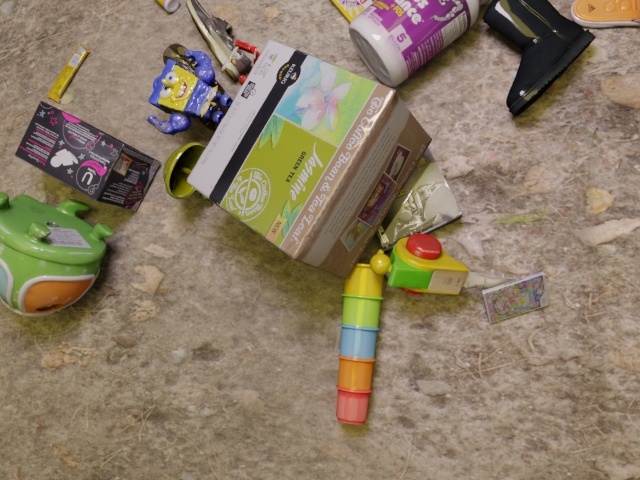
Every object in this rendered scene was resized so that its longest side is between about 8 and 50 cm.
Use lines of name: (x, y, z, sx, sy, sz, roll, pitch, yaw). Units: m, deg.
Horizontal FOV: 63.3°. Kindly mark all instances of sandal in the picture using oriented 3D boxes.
sandal: (0.661, -0.493, 1.061, 0.264, 0.076, 0.102, -4, 80, 10)
sandal: (-0.288, -0.360, 1.228, 0.090, 0.060, 0.219, -39, 95, 1)

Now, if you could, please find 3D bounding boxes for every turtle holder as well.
turtle holder: (-0.644, 0.022, 1.151, 0.320, 0.243, 0.228, 26, 104, 5)

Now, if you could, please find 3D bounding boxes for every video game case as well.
video game case: (0.384, 0.113, 1.021, 0.121, 0.087, 0.011, -19, 34, 7)

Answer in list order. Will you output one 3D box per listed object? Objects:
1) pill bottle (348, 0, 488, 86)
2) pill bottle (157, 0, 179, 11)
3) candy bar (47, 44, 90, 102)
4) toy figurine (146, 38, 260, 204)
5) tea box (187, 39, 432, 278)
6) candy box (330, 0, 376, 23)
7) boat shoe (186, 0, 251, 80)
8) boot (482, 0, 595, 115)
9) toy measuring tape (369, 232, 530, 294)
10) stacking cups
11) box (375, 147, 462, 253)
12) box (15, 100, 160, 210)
pill bottle: (0.223, -0.482, 1.098, 0.301, 0.169, 0.169, -39, 76, 3)
pill bottle: (-0.395, -0.615, 1.303, 0.043, 0.043, 0.083, -44, 76, 1)
candy bar: (-0.647, -0.431, 1.335, 0.040, 0.018, 0.162, 30, 87, 10)
toy figurine: (-0.292, -0.287, 1.161, 0.217, 0.191, 0.363, 27, 93, 19)
tea box: (-0.022, -0.155, 1.013, 0.323, 0.220, 0.329, 32, 94, 31)
candy box: (0.064, -0.598, 1.220, 0.105, 0.027, 0.206, -38, 76, 6)
boat shoe: (-0.240, -0.488, 1.239, 0.073, 0.080, 0.224, -32, 82, -1)
boot: (0.415, -0.405, 1.084, 0.207, 0.094, 0.246, 44, 84, 11)
toy measuring tape: (0.253, 0.050, 1.037, 0.329, 0.121, 0.122, 5, 81, -12)
stacking cups: (0.084, 0.207, 1.057, 0.095, 0.096, 0.317, 2, 84, 11)
box: (0.168, -0.112, 1.106, 0.182, 0.056, 0.231, -25, 78, 7)
box: (-0.532, -0.187, 1.200, 0.247, 0.163, 0.142, 28, 91, 14)
